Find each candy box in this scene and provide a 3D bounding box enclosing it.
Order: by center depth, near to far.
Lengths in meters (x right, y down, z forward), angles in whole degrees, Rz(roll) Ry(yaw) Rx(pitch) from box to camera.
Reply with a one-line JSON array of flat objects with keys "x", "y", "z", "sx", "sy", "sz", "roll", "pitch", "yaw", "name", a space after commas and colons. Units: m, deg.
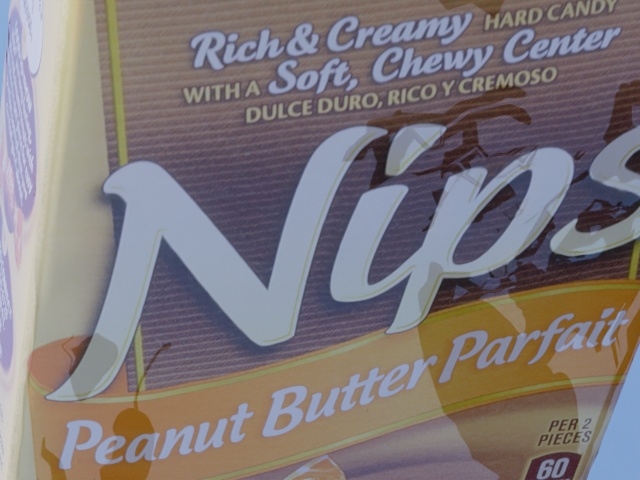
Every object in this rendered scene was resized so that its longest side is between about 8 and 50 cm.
[{"x": 0.000, "y": 0.000, "z": 0.553, "sx": 0.183, "sy": 0.316, "sz": 0.087, "roll": -1, "pitch": -139, "yaw": -17, "name": "candy box"}]
